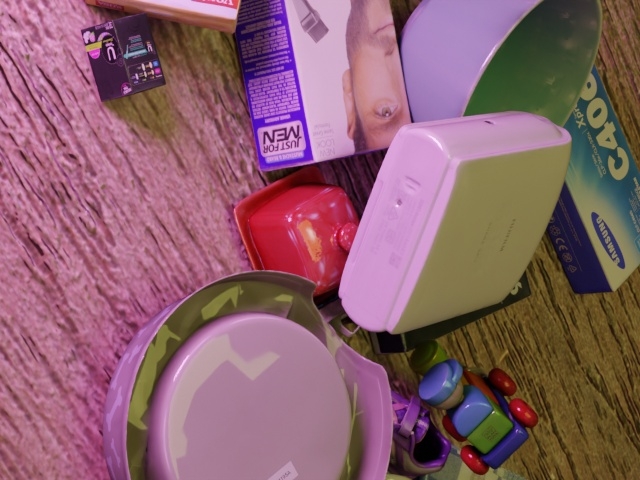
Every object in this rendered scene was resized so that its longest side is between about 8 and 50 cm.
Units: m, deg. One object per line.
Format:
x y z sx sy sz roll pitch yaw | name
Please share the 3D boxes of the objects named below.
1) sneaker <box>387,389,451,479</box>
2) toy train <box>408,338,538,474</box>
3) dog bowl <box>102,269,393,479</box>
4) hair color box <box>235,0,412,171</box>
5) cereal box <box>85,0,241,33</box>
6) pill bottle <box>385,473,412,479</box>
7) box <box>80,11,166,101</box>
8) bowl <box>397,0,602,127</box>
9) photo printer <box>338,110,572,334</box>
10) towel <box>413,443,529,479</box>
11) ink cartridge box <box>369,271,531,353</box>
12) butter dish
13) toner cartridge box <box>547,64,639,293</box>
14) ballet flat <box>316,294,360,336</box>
0.079 0.214 1.889 0.236 0.104 0.095 47 58 -28 | sneaker
0.167 0.177 1.933 0.105 0.248 0.143 -45 113 7 | toy train
-0.085 0.207 1.708 0.349 0.102 0.348 1 88 -34 | dog bowl
-0.007 -0.266 1.862 0.185 0.110 0.338 -15 97 -44 | hair color box
-0.157 -0.362 1.711 0.173 0.047 0.240 12 76 -3 | cereal box
0.065 0.362 1.870 0.086 0.086 0.152 18 72 -41 | pill bottle
-0.217 -0.201 1.686 0.052 0.062 0.083 -23 102 -43 | box
0.206 -0.223 1.968 0.311 0.163 0.311 -38 148 -29 | bowl
0.176 -0.028 1.840 0.307 0.107 0.256 -11 128 -51 | photo printer
0.211 0.398 2.042 0.285 0.034 0.209 29 68 -35 | towel
0.182 0.025 2.036 0.333 0.065 0.165 -22 99 -43 | ink cartridge box
0.000 0.000 1.829 0.160 0.118 0.160 -30 106 -40 | butter dish
0.374 -0.111 2.222 0.165 0.075 0.347 -41 113 -37 | toner cartridge box
0.013 0.100 1.866 0.168 0.057 0.052 -29 73 -41 | ballet flat
